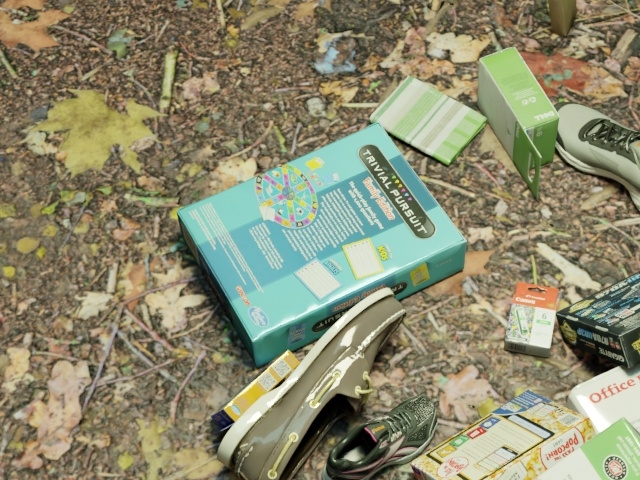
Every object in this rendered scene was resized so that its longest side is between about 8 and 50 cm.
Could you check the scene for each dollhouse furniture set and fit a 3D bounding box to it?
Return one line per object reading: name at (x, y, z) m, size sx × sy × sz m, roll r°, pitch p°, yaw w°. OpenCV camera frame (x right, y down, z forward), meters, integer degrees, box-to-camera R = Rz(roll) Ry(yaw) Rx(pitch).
dollhouse furniture set at (0.372, -0.434, 2.092) m, size 0.123 × 0.144 × 0.151 m, roll 20°, pitch 73°, yaw 22°

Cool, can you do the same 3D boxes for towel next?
towel at (0.168, -0.186, 1.990) m, size 0.152 × 0.023 × 0.113 m, roll 33°, pitch 65°, yaw 21°

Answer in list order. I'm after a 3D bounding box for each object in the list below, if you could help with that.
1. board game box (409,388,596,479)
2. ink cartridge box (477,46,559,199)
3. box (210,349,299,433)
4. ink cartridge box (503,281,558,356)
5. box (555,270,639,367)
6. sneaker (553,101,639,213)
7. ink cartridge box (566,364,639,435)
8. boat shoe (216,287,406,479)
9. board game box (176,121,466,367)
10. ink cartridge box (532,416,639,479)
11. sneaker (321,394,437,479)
board game box at (0.229, 0.268, 1.601) m, size 0.193 × 0.045 × 0.147 m, roll -28°, pitch 17°, yaw -15°
ink cartridge box at (0.308, -0.178, 1.920) m, size 0.062 × 0.109 × 0.209 m, roll -19°, pitch 56°, yaw -9°
box at (-0.093, 0.203, 1.691) m, size 0.136 × 0.081 × 0.028 m, roll -39°, pitch 89°, yaw -23°
ink cartridge box at (0.295, 0.103, 1.772) m, size 0.062 × 0.029 × 0.115 m, roll 10°, pitch 57°, yaw 10°
box at (0.450, 0.087, 1.699) m, size 0.220 × 0.051 × 0.175 m, roll -24°, pitch 13°, yaw -14°
sneaker at (0.452, -0.133, 1.883) m, size 0.100 × 0.108 × 0.271 m, roll -40°, pitch 61°, yaw -20°
ink cartridge box at (0.440, 0.271, 1.604) m, size 0.172 × 0.100 × 0.237 m, roll -22°, pitch 58°, yaw -12°
boat shoe at (0.009, 0.198, 1.674) m, size 0.096 × 0.117 × 0.324 m, roll 39°, pitch 69°, yaw 21°
board game box at (0.000, 0.000, 1.831) m, size 0.336 × 0.079 × 0.254 m, roll -24°, pitch 57°, yaw -14°
ink cartridge box at (0.305, 0.372, 1.469) m, size 0.278 × 0.117 × 0.201 m, roll -38°, pitch 57°, yaw 9°
sneaker at (0.081, 0.258, 1.647) m, size 0.178 × 0.077 × 0.072 m, roll -37°, pitch 62°, yaw -21°
